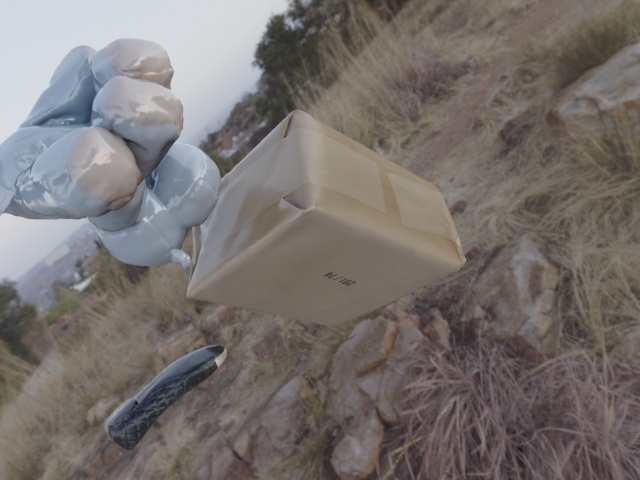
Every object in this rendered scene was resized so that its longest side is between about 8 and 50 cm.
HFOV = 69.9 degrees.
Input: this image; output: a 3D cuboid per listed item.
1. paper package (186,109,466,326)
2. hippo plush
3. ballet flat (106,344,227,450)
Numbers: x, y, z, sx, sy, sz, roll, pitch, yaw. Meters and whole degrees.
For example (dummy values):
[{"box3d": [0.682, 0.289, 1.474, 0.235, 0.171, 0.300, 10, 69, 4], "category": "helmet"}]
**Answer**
[{"box3d": [0.000, 0.000, 0.735, 0.309, 0.325, 0.168, -34, 51, 37], "category": "paper package"}, {"box3d": [-0.219, -0.049, 0.529, 0.234, 0.236, 0.294, 26, 76, 39], "category": "hippo plush"}, {"box3d": [-0.195, 0.199, 0.602, 0.173, 0.049, 0.057, -36, 24, -18], "category": "ballet flat"}]
